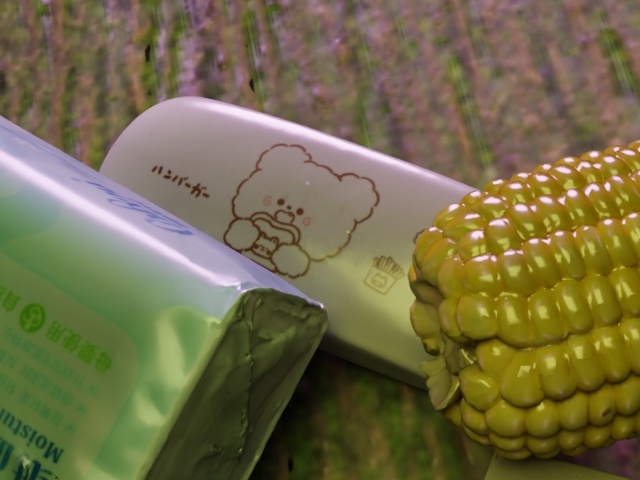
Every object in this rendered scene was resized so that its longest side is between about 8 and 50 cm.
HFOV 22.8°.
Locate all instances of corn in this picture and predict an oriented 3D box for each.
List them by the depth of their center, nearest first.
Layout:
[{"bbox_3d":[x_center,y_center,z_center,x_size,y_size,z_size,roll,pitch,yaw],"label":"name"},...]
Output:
[{"bbox_3d":[0.149,0.003,0.509,0.244,0.093,0.093,-14,58,-8],"label":"corn"}]

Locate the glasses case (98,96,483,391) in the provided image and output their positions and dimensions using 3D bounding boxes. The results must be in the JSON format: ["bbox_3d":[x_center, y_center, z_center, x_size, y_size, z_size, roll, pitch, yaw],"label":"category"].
[{"bbox_3d":[0.000,0.000,0.597,0.193,0.049,0.074,22,73,24],"label":"glasses case"}]

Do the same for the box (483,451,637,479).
[{"bbox_3d":[0.087,0.252,0.433,0.205,0.051,0.365,14,67,23],"label":"box"}]

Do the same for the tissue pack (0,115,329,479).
[{"bbox_3d":[-0.150,0.038,0.580,0.263,0.089,0.177,30,92,29],"label":"tissue pack"}]
